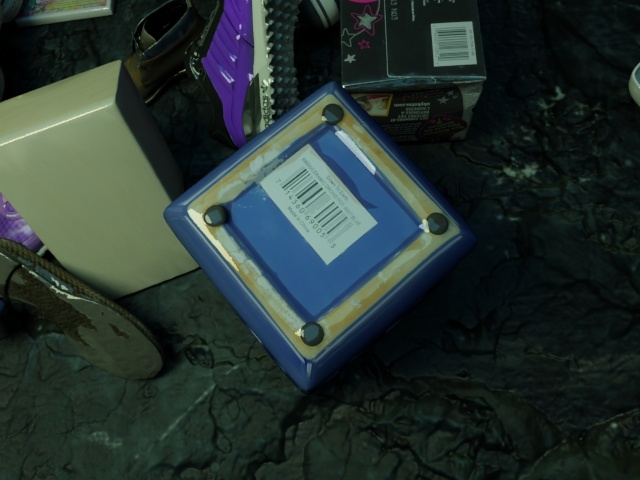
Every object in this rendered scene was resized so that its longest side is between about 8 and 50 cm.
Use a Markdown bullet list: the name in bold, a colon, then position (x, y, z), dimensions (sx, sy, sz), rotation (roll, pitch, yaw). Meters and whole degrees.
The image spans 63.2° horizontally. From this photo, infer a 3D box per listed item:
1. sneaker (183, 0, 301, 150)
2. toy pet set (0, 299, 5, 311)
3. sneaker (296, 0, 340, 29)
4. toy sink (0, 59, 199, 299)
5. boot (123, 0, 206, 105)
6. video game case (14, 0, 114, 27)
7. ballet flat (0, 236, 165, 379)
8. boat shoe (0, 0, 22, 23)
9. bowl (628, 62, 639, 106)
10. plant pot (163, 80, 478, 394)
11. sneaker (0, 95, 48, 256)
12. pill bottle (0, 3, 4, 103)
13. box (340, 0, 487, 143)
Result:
- **sneaker**: position (-0.108, -0.254, 0.649), dimensions (0.146, 0.102, 0.293), rotation (7, 106, 21)
- **toy pet set**: position (-0.403, 0.051, 0.620), dimensions (0.065, 0.122, 0.114), rotation (17, 40, -12)
- **sneaker**: position (-0.113, -0.388, 0.736), dimensions (0.127, 0.126, 0.321), rotation (-43, 78, 5)
- **toy sink**: position (-0.254, -0.066, 0.623), dimensions (0.152, 0.234, 0.131), rotation (-21, 41, 0)
- **boot**: position (-0.248, -0.253, 0.713), dimensions (0.219, 0.106, 0.082), rotation (-29, 70, -4)
- **video game case**: position (-0.405, -0.413, 0.834), dimensions (0.157, 0.019, 0.143), rotation (-6, 71, 4)
- **ballet flat**: position (-0.285, 0.074, 0.600), dimensions (0.250, 0.058, 0.084), rotation (34, 106, -8)
- **boat shoe**: position (-0.613, -0.439, 0.794), dimensions (0.335, 0.119, 0.121), rotation (23, 94, 16)
- **bowl**: position (0.461, -0.179, 0.631), dimensions (0.142, 0.053, 0.142), rotation (-34, 70, -6)
- **plant pot**: position (0.000, 0.000, 0.523), dimensions (0.236, 0.212, 0.236), rotation (-39, 82, -7)
- **sneaker**: position (-0.383, -0.089, 0.675), dimensions (0.095, 0.104, 0.236), rotation (6, 73, 7)
- **pill bottle**: position (-0.547, -0.155, 0.652), dimensions (0.229, 0.229, 0.408), rotation (2, 71, 7)
- **box**: position (0.107, -0.260, 0.655), dimensions (0.163, 0.142, 0.247), rotation (-2, 72, 5)
